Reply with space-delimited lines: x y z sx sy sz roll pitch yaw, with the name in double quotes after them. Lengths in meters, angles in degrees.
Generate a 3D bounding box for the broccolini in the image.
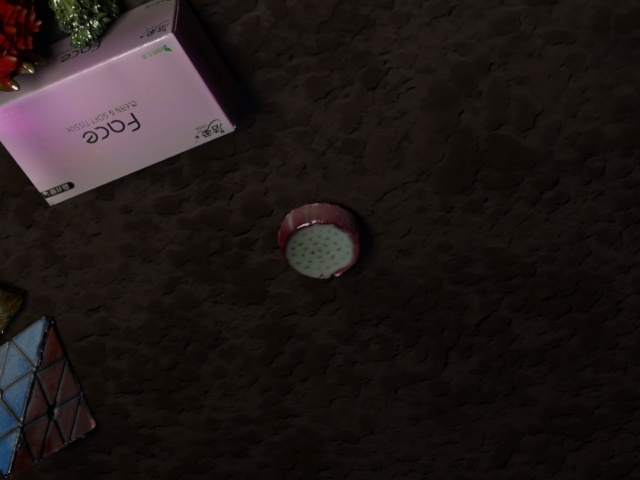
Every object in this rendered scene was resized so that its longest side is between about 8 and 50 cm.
-0.323 -0.365 1.594 0.074 0.079 0.392 -13 123 25 "broccolini"

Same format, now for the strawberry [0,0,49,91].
-0.432 -0.254 1.600 0.233 0.138 0.306 -20 121 9 "strawberry"

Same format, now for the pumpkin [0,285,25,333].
-0.421 0.083 1.989 0.073 0.035 0.101 22 125 -32 "pumpkin"

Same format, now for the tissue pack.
-0.233 -0.157 1.740 0.246 0.092 0.148 -21 127 18 "tissue pack"

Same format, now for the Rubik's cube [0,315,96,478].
-0.430 0.223 2.049 0.178 0.190 0.211 2 128 21 "Rubik's cube"

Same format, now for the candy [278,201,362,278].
0.000 0.000 1.907 0.103 0.043 0.103 0 131 0 "candy"
